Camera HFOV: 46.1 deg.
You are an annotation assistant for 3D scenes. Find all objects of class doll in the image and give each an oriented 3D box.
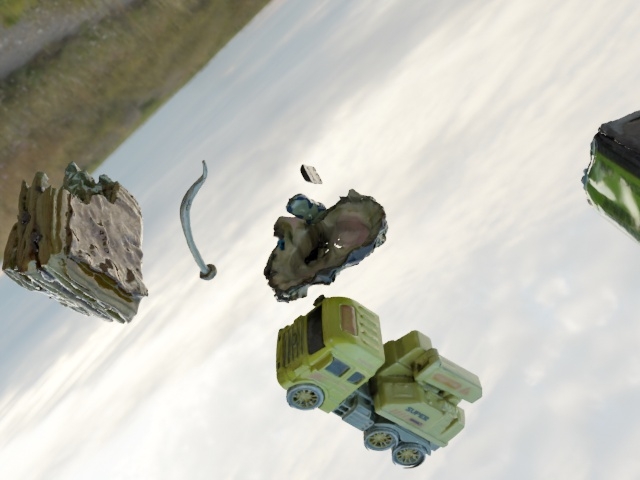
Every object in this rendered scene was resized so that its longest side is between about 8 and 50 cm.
[{"bbox_3d":[-0.020,-0.045,1.060,0.037,0.027,0.125,-45,163,9],"label":"doll"}]

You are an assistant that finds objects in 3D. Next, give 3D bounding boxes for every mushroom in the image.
[{"bbox_3d":[-0.254,-0.038,1.552,0.068,0.306,0.043,-8,-142,-9],"label":"mushroom"}]

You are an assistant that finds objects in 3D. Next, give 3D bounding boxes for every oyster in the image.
[{"bbox_3d":[0.004,0.008,1.081,0.198,0.092,0.259,-30,-155,-2],"label":"oyster"}]

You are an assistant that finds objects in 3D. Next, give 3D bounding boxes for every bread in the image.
[{"bbox_3d":[-0.513,-0.005,1.567,0.192,0.314,0.369,-27,-129,15],"label":"bread"}]

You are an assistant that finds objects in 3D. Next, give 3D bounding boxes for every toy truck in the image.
[{"bbox_3d":[0.083,0.179,0.993,0.157,0.272,0.124,-45,-154,25],"label":"toy truck"}]

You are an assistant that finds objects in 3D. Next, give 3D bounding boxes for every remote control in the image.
[{"bbox_3d":[-0.017,-0.114,1.323,0.014,0.039,0.096,-30,177,13],"label":"remote control"}]

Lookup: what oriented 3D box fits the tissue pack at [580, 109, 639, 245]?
[{"bbox_3d":[0.460,-0.014,0.612,0.288,0.124,0.394,-22,-139,-14],"label":"tissue pack"}]
